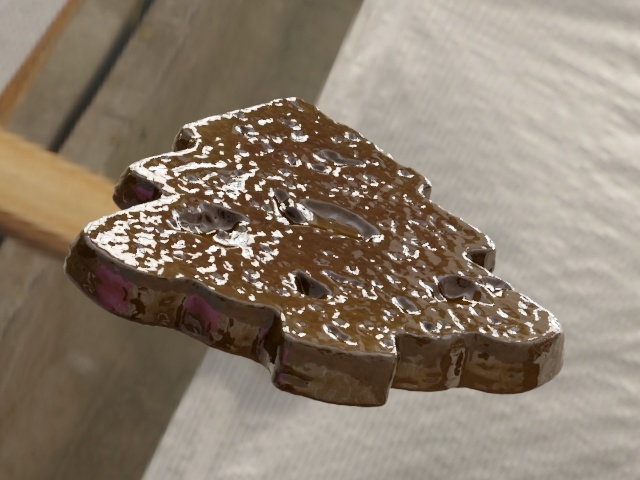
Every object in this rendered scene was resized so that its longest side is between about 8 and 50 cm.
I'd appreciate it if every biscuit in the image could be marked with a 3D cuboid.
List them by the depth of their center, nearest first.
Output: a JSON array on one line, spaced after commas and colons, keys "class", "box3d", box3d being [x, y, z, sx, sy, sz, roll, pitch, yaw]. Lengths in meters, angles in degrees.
[{"class": "biscuit", "box3d": [0.000, 0.001, 0.999, 0.278, 0.043, 0.301, 14, -152, -9]}]
